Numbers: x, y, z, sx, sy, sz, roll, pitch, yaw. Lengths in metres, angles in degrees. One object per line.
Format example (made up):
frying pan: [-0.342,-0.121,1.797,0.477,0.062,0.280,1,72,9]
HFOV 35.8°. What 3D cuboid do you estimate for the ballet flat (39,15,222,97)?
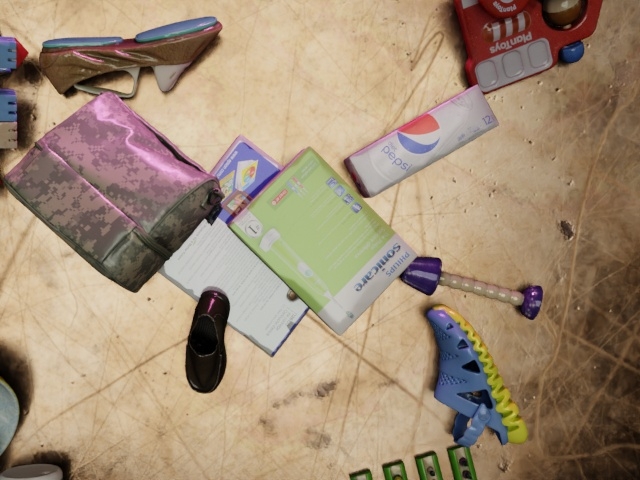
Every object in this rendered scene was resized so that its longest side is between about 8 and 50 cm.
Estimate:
ballet flat: [-0.344,-0.331,1.842,0.342,0.116,0.124,-10,113,-5]

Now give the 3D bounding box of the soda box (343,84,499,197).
soda box: [0.191,-0.187,1.897,0.286,0.098,0.091,-30,94,-3]

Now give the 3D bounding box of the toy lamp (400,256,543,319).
toy lamp: [0.291,0.089,1.924,0.274,0.080,0.080,14,90,-5]

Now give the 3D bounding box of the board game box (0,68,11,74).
board game box: [-0.701,-0.358,1.831,0.211,0.039,0.160,-17,94,-5]

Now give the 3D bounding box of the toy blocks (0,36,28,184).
toy blocks: [-0.658,-0.223,1.768,0.260,0.191,0.382,-2,111,-22]

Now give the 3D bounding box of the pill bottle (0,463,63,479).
pill bottle: [-0.532,0.530,1.836,0.117,0.117,0.209,-2,92,-6]

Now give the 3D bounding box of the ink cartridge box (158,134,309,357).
ink cartridge box: [-0.125,0.010,1.889,0.307,0.072,0.304,38,87,-8]

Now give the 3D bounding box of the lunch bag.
lunch bag: [-0.354,-0.090,1.760,0.305,0.212,0.256,40,86,13]

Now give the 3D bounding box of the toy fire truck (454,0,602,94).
toy fire truck: [0.403,-0.439,1.895,0.302,0.169,0.254,-21,118,-4]

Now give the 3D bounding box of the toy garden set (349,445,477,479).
toy garden set: [0.201,0.531,1.943,0.244,0.049,0.204,-15,93,-5]

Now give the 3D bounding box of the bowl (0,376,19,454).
bowl: [-0.708,0.307,1.776,0.289,0.289,0.156,-47,54,-3]

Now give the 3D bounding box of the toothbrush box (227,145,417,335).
toothbrush box: [0.000,0.000,1.810,0.283,0.122,0.206,44,85,-5]

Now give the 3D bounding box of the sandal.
sandal: [0.277,0.274,1.910,0.138,0.126,0.317,-27,93,0]

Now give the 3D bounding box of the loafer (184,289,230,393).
loafer: [-0.220,0.200,1.845,0.080,0.078,0.220,11,117,10]
